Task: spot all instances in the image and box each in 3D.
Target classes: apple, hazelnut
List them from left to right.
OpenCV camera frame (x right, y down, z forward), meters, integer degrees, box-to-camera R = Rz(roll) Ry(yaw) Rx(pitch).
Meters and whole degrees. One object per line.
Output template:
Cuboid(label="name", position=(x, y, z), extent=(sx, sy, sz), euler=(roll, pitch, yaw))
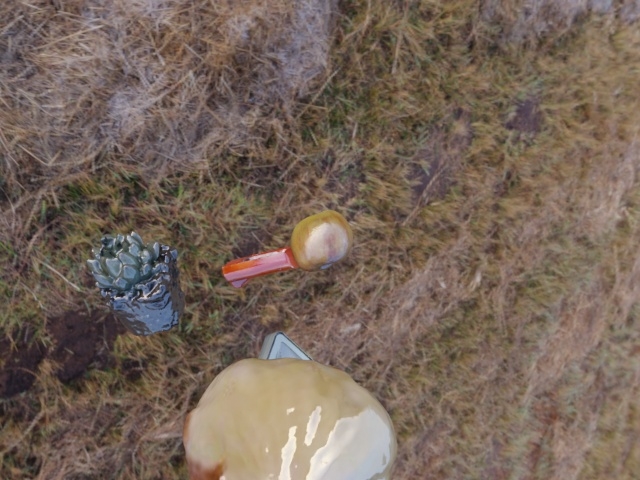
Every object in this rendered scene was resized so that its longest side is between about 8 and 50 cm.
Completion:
Cuboid(label="hazelnut", position=(-0.033, 0.263, 0.625), extent=(0.261, 0.261, 0.241), euler=(-63, 171, -2))
Cuboid(label="apple", position=(0.000, 0.000, 0.680), extent=(0.084, 0.084, 0.071), euler=(-18, 80, -35))

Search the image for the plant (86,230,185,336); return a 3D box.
Cuboid(label="plant", position=(-0.318, 0.071, 0.943), extent=(0.132, 0.129, 0.194), euler=(-10, 129, 2))

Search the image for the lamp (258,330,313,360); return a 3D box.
Cuboid(label="lamp", position=(-0.061, 0.386, 1.241), extent=(0.269, 0.047, 0.266), euler=(47, 36, -24))

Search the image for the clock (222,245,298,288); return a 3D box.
Cuboid(label="clock", position=(-0.122, 0.055, 1.173), extent=(0.113, 0.155, 0.061), euler=(-32, 106, -75))
